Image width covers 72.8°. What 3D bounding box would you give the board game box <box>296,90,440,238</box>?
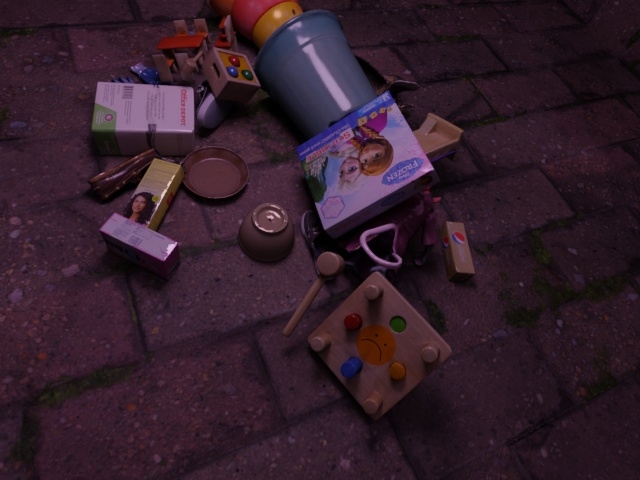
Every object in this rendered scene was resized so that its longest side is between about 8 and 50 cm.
[{"bbox_3d":[0.113,-0.212,1.192,0.319,0.066,0.318,-30,56,15],"label":"board game box"}]

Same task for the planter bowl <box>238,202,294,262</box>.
[{"bbox_3d":[-0.144,-0.036,1.203,0.162,0.109,0.162,7,57,-10],"label":"planter bowl"}]

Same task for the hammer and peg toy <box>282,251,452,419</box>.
[{"bbox_3d":[0.093,0.212,1.041,0.361,0.127,0.266,46,104,16],"label":"hammer and peg toy"}]

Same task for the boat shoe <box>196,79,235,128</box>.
[{"bbox_3d":[-0.350,-0.480,1.426,0.105,0.113,0.306,16,54,4],"label":"boat shoe"}]

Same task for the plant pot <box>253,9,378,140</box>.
[{"bbox_3d":[0.011,-0.479,1.405,0.341,0.341,0.334,-25,76,-26],"label":"plant pot"}]

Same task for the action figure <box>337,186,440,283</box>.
[{"bbox_3d":[0.209,-0.052,1.218,0.248,0.276,0.370,39,72,18],"label":"action figure"}]

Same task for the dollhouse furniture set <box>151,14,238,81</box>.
[{"bbox_3d":[-0.416,-0.665,1.454,0.259,0.135,0.262,-1,49,6],"label":"dollhouse furniture set"}]

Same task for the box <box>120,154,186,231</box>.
[{"bbox_3d":[-0.455,-0.121,1.187,0.087,0.058,0.232,14,63,5],"label":"box"}]

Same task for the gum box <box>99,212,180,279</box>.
[{"bbox_3d":[-0.455,0.015,1.095,0.188,0.107,0.062,26,56,3],"label":"gum box"}]

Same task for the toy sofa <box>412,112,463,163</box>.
[{"bbox_3d":[0.268,-0.253,1.376,0.362,0.177,0.150,-26,49,-27],"label":"toy sofa"}]

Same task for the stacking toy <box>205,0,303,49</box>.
[{"bbox_3d":[-0.166,-0.809,1.599,0.350,0.350,0.480,-33,87,-28],"label":"stacking toy"}]

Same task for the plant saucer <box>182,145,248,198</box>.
[{"bbox_3d":[-0.317,-0.197,1.304,0.198,0.036,0.198,7,58,-11],"label":"plant saucer"}]

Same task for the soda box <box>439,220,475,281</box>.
[{"bbox_3d":[0.415,0.033,1.328,0.061,0.058,0.181,5,57,-11],"label":"soda box"}]

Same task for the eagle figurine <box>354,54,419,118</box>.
[{"bbox_3d":[0.201,-0.548,1.559,0.225,0.226,0.298,-18,68,-3],"label":"eagle figurine"}]

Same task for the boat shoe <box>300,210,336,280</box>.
[{"bbox_3d":[0.000,0.000,1.235,0.080,0.076,0.228,-4,60,-16],"label":"boat shoe"}]

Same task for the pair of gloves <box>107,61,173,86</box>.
[{"bbox_3d":[-0.595,-0.520,1.443,0.159,0.023,0.198,36,58,7],"label":"pair of gloves"}]

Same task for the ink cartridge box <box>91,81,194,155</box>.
[{"bbox_3d":[-0.520,-0.363,1.308,0.273,0.115,0.198,-2,60,-14],"label":"ink cartridge box"}]

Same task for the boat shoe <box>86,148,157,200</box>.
[{"bbox_3d":[-0.546,-0.187,1.228,0.207,0.073,0.073,-40,112,-27],"label":"boat shoe"}]

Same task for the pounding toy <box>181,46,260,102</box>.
[{"bbox_3d":[-0.312,-0.534,1.328,0.206,0.094,0.181,-11,71,-48],"label":"pounding toy"}]
